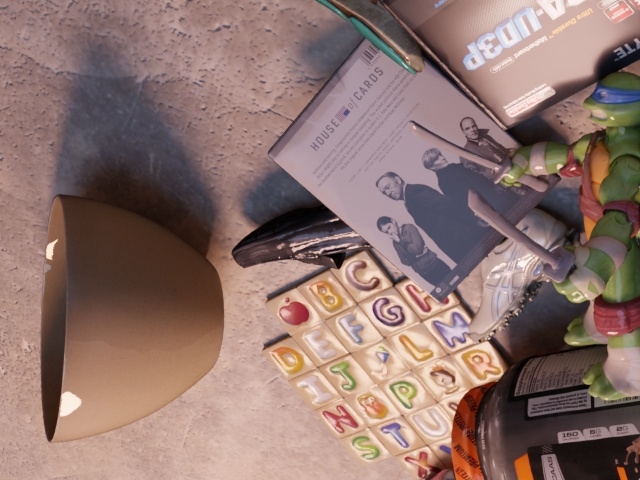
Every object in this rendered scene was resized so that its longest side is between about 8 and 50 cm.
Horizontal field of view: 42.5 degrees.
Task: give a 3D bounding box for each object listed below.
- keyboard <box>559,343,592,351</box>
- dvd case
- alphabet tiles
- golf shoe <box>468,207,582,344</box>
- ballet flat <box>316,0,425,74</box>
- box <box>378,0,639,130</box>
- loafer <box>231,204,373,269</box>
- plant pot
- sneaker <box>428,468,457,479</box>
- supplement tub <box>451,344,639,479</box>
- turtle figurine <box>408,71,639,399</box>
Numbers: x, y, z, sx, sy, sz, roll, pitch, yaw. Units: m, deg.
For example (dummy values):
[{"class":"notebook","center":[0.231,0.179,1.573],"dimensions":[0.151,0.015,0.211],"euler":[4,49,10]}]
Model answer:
[{"class":"keyboard","center":[0.330,0.106,0.914],"dimensions":[0.072,0.014,0.256],"euler":[27,128,-3]},{"class":"dvd case","center":[0.092,-0.076,0.833],"dimensions":[0.238,0.029,0.179],"euler":[41,105,-4]},{"class":"alphabet tiles","center":[0.094,0.172,1.047],"dimensions":[0.285,0.011,0.342],"euler":[-29,108,33]},{"class":"golf shoe","center":[0.201,0.035,0.895],"dimensions":[0.086,0.069,0.176],"euler":[41,123,14]},{"class":"ballet flat","center":[0.041,-0.221,0.764],"dimensions":[0.168,0.057,0.052],"euler":[40,98,13]},{"class":"box","center":[0.182,-0.204,0.676],"dimensions":[0.175,0.051,0.220],"euler":[41,142,-19]},{"class":"loafer","center":[0.000,0.000,0.929],"dimensions":[0.223,0.076,0.078],"euler":[-17,106,25]},{"class":"plant pot","center":[-0.224,0.093,0.987],"dimensions":[0.191,0.284,0.284],"euler":[3,131,-23]},{"class":"sneaker","center":[0.249,0.414,1.036],"dimensions":[0.319,0.112,0.131],"euler":[28,131,25]},{"class":"supplement tub","center":[0.316,0.202,0.829],"dimensions":[0.338,0.207,0.207],"euler":[-20,113,39]},{"class":"turtle figurine","center":[0.203,0.000,0.721],"dimensions":[0.198,0.274,0.266],"euler":[26,137,59]}]
